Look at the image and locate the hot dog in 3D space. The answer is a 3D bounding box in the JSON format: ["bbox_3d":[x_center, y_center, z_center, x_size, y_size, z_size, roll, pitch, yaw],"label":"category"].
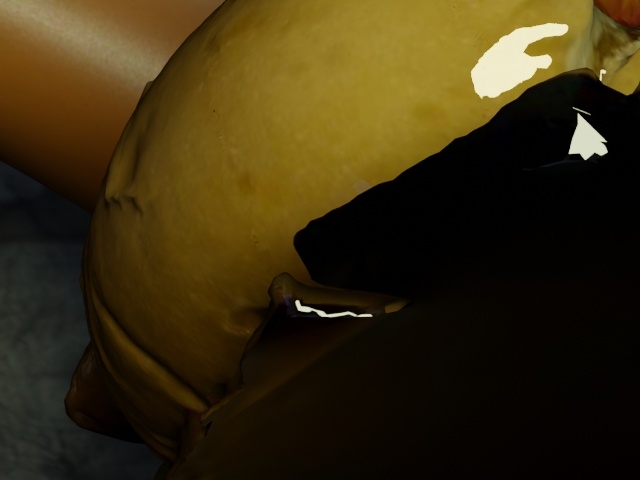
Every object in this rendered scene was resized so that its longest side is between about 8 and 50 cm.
[{"bbox_3d":[0.006,0.000,0.472,0.194,0.107,0.326,11,154,-34],"label":"hot dog"}]

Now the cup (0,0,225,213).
[{"bbox_3d":[-0.019,-0.075,0.608,0.264,0.182,0.226,24,156,-5],"label":"cup"}]

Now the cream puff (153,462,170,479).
[{"bbox_3d":[0.036,0.183,0.809,0.281,0.185,0.282,1,129,1],"label":"cream puff"}]
